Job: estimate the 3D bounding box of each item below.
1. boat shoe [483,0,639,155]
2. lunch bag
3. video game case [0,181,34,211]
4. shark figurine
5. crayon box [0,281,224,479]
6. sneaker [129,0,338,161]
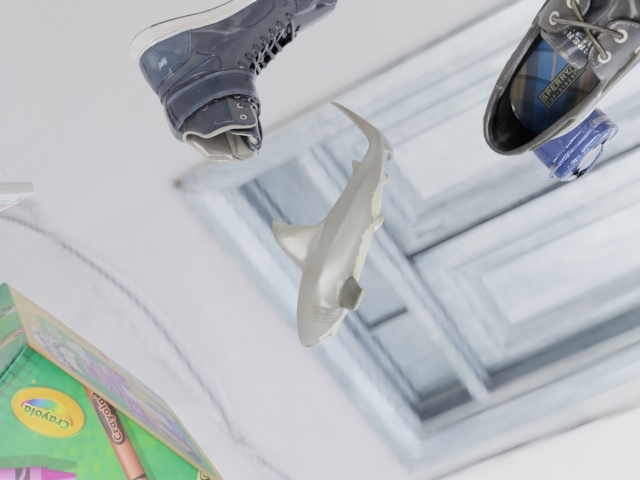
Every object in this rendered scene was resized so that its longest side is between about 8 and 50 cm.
[{"bbox_3d":[0.167,-0.130,0.779,0.080,0.228,0.076,46,-126,6],"label":"boat shoe"},{"bbox_3d":[0.299,-0.113,1.448,0.065,0.098,0.067,47,-156,19],"label":"lunch bag"},{"bbox_3d":[-0.427,-0.032,1.390,0.157,0.143,0.019,-8,-102,-56],"label":"video game case"},{"bbox_3d":[0.009,-0.024,1.334,0.166,0.116,0.278,151,137,-81],"label":"shark figurine"},{"bbox_3d":[-0.172,0.124,0.854,0.165,0.081,0.278,40,174,-16],"label":"crayon box"},{"bbox_3d":[-0.061,-0.172,1.256,0.086,0.226,0.163,82,162,-64],"label":"sneaker"}]
